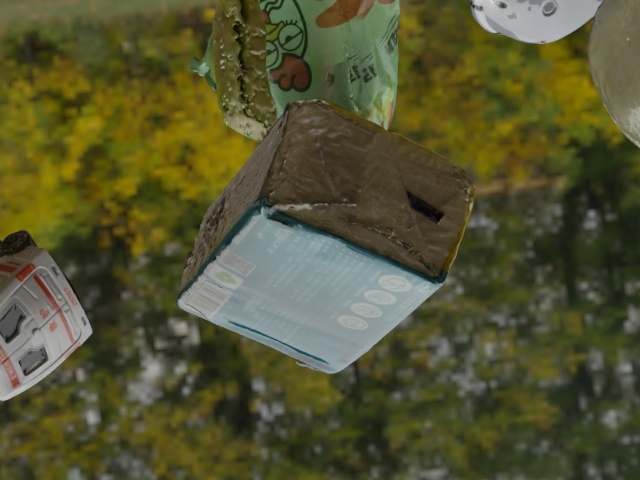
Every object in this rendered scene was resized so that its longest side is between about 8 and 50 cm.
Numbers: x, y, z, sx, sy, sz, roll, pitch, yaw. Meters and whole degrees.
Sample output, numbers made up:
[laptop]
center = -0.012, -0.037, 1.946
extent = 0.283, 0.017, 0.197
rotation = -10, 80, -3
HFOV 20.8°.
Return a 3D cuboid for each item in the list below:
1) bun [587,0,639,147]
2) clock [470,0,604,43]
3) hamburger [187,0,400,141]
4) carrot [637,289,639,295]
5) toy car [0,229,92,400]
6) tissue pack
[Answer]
[bun]
center = 0.218, -0.090, 0.835
extent = 0.166, 0.113, 0.173
rotation = -19, 168, 0
[clock]
center = 0.178, -0.228, 1.278
extent = 0.176, 0.117, 0.080
rotation = -36, -132, -8
[hamburger]
center = -0.036, -0.180, 1.683
extent = 0.235, 0.214, 0.125
rotation = 12, -176, 23
[carrot]
center = 0.299, 0.052, 1.145
extent = 0.186, 0.060, 0.060
rotation = 14, 175, -13
[toy car]
center = -0.267, 0.049, 1.261
extent = 0.209, 0.089, 0.108
rotation = 10, -132, 43
[tissue pack]
center = 0.000, 0.000, 1.597
extent = 0.192, 0.134, 0.271
rotation = 23, 153, -13
